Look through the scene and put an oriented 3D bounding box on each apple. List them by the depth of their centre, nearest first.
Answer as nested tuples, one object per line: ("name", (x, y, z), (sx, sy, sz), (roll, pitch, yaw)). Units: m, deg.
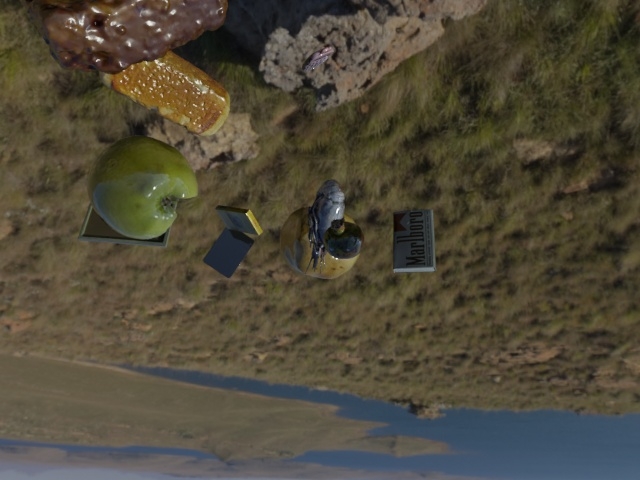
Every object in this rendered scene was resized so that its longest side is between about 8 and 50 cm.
("apple", (-0.509, -0.169, 1.288), (0.257, 0.295, 0.233), (24, 149, 36))

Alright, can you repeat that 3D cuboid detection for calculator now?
("calculator", (-0.010, -0.623, 1.545), (0.103, 0.024, 0.166), (-31, -173, -23))

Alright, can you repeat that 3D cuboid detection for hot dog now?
("hot dog", (-0.503, -0.516, 1.483), (0.405, 0.223, 0.185), (24, 112, -38))

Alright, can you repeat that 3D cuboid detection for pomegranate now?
("pomegranate", (0.068, -0.002, 1.355), (0.130, 0.130, 0.130), (2, 152, 1))
("pomegranate", (0.000, 0.000, 1.818), (0.332, 0.333, 0.332), (2, 152, 1))

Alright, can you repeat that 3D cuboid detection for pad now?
("pad", (-0.310, 0.035, 1.530), (0.112, 0.157, 0.003), (34, 171, -2))

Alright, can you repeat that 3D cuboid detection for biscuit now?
("biscuit", (-0.433, -0.530, 1.005), (0.395, 0.342, 0.166), (-30, 146, -20))

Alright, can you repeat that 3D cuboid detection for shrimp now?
("shrimp", (0.006, -0.045, 1.571), (0.145, 0.343, 0.116), (21, -167, 40))

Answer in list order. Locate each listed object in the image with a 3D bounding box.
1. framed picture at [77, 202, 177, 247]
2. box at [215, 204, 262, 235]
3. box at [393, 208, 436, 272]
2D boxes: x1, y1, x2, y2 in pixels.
("framed picture", (-0.625, -0.088, 1.483), (0.289, 0.211, 0.020), (4, 157, 4))
("box", (-0.247, -0.062, 1.357), (0.155, 0.023, 0.087), (11, 136, 41))
("box", (0.259, 0.002, 1.251), (0.115, 0.177, 0.036), (-4, 155, 16))
